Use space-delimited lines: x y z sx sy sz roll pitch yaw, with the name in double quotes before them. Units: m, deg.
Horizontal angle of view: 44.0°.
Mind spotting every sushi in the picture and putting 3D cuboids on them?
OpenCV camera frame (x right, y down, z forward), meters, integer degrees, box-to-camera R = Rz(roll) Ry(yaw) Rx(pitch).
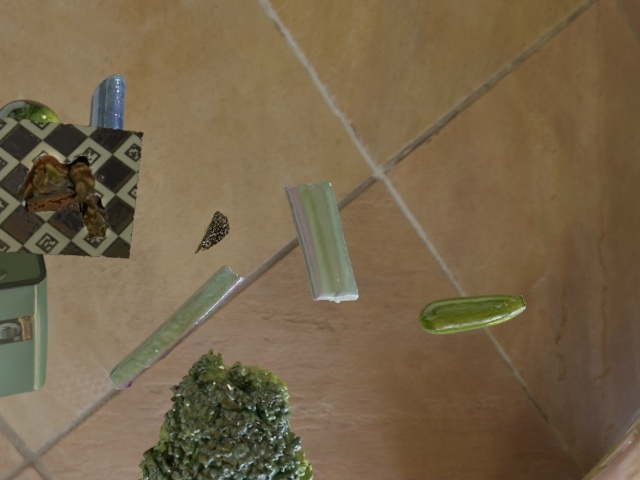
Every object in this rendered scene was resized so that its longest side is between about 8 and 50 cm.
"sushi" -0.215 -0.039 0.657 0.126 0.026 0.120 4 69 -8

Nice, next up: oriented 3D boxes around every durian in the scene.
"durian" -0.243 -0.022 1.747 0.052 0.066 0.130 59 39 -36

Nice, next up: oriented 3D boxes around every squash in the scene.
"squash" 0.275 0.130 1.448 0.066 0.201 0.066 43 40 -52

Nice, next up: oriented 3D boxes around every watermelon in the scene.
"watermelon" -0.568 -0.204 1.554 0.141 0.187 0.140 -1 94 -7

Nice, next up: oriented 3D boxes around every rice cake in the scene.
"rice cake" 0.001 0.001 1.322 0.080 0.042 0.221 -8 68 -15
"rice cake" -0.249 0.149 1.377 0.290 0.081 0.051 -44 103 -16

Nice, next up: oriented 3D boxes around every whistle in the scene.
"whistle" -0.370 -0.156 1.356 0.062 0.062 0.304 9 59 -24

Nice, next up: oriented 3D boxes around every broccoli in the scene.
"broccoli" -0.176 0.365 1.378 0.294 0.281 0.347 -16 87 -4

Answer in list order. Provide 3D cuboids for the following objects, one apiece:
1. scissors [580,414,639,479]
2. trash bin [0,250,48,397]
"scissors" 0.128 0.159 0.418 0.317 0.160 0.024 -44 68 -11
"trash bin" -0.612 0.124 1.535 0.158 0.343 0.223 -9 48 -22
